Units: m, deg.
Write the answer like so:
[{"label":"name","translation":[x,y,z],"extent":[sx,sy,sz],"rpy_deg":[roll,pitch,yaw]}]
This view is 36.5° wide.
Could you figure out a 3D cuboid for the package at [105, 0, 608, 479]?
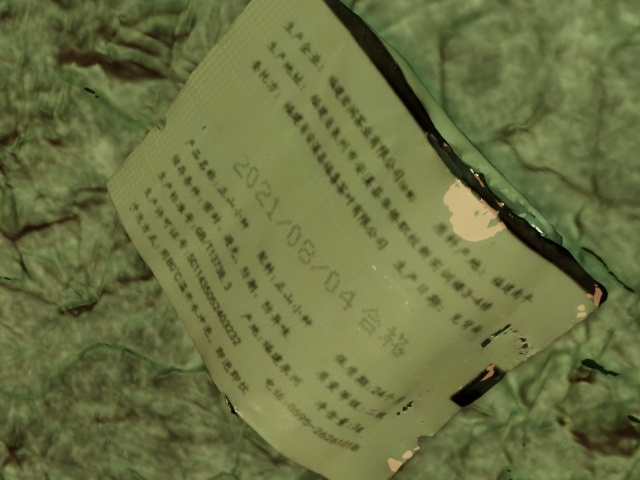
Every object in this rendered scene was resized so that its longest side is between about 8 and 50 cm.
[{"label":"package","translation":[0.000,0.000,0.534],"extent":[0.251,0.062,0.204],"rpy_deg":[49,114,8]}]
